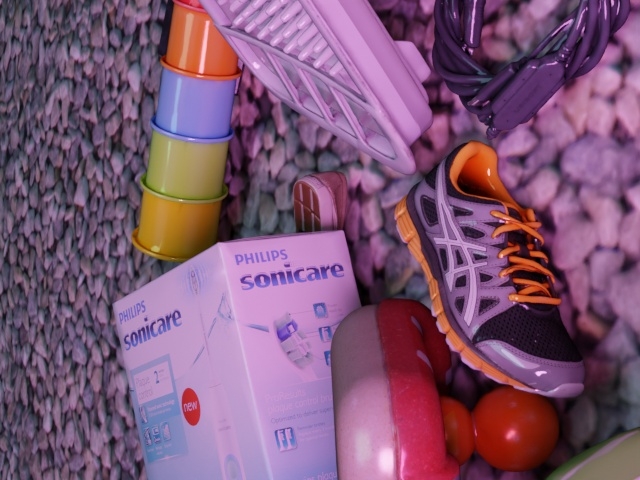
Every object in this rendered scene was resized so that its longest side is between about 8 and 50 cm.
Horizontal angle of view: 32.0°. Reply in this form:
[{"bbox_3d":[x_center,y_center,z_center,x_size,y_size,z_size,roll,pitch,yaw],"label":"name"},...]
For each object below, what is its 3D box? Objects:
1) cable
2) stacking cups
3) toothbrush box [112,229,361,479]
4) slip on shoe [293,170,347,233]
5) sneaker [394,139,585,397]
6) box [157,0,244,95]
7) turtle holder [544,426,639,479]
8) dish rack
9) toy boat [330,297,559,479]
[{"bbox_3d":[0.144,-0.169,0.771,0.184,0.047,0.150,-53,41,44],"label":"cable"},{"bbox_3d":[-0.121,-0.136,1.084,0.096,0.096,0.316,43,129,49],"label":"stacking cups"},{"bbox_3d":[-0.052,0.161,0.937,0.216,0.126,0.295,-25,74,54],"label":"toothbrush box"},{"bbox_3d":[0.000,0.000,0.976,0.051,0.041,0.135,27,130,38],"label":"slip on shoe"},{"bbox_3d":[0.119,0.016,0.757,0.083,0.084,0.215,-57,43,30],"label":"sneaker"},{"bbox_3d":[-0.121,-0.231,1.180,0.162,0.029,0.116,37,119,52],"label":"box"},{"bbox_3d":[0.209,0.245,0.509,0.320,0.243,0.227,30,138,11],"label":"turtle holder"},{"bbox_3d":[-0.044,-0.214,0.867,0.072,0.333,0.285,-44,38,-6],"label":"dish rack"},{"bbox_3d":[0.085,0.128,0.752,0.231,0.151,0.151,-93,0,-72],"label":"toy boat"}]
